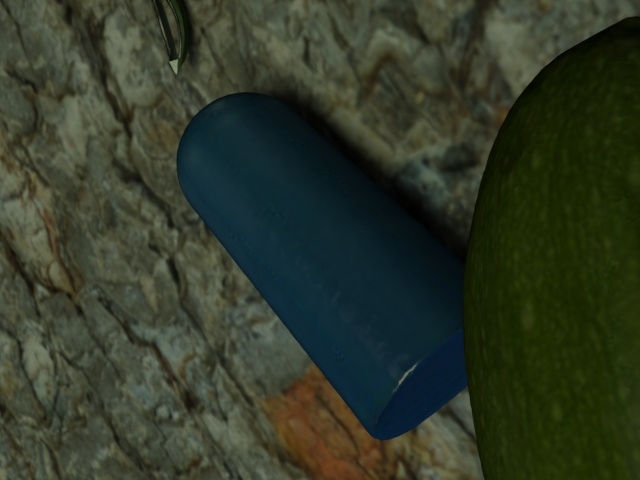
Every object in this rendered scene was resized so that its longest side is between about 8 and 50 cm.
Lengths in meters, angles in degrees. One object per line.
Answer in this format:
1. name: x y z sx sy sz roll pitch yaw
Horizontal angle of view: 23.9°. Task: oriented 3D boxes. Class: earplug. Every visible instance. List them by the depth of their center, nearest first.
1. earplug: 0.000 0.000 1.086 0.273 0.132 0.132 47 128 21

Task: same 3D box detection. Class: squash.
1. squash: 0.190 0.033 0.829 0.310 0.310 0.309 -27 86 41

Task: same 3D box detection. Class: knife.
1. knife: -0.129 -0.218 1.178 0.022 0.026 0.184 -3 103 70
